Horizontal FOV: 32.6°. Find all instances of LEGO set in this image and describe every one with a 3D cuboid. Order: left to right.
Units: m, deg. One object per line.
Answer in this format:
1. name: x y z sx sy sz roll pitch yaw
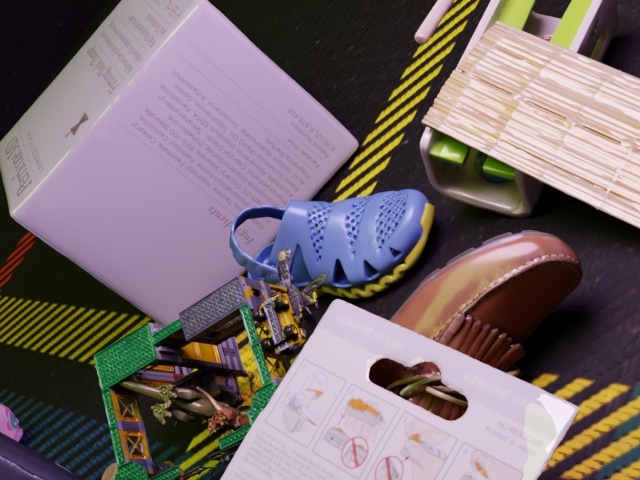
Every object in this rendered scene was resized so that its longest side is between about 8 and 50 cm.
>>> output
1. LEGO set: -0.100 0.185 1.299 0.331 0.192 0.255 -39 60 23

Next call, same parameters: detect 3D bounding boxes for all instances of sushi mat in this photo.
1. sushi mat: 0.265 -0.117 1.116 0.316 0.019 0.151 31 78 32

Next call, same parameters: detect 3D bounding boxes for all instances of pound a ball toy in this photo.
1. pound a ball toy: 0.210 -0.200 1.282 0.208 0.136 0.319 18 68 26

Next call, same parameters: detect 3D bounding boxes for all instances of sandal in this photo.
1. sandal: 0.000 0.000 1.365 0.317 0.138 0.126 -20 38 39

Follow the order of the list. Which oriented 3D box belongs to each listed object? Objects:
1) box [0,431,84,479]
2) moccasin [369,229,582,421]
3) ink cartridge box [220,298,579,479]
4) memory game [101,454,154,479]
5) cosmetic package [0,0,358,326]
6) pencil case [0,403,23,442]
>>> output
1. box: -0.438 0.419 1.118 0.471 0.297 0.480 -60 18 -16
2. moccasin: 0.105 0.144 1.055 0.380 0.139 0.147 -41 45 7
3. ink cartridge box: 0.032 0.272 0.959 0.308 0.091 0.385 21 76 47
4. memory game: -0.280 0.365 1.439 0.186 0.012 0.186 -34 33 26
5. cosmetic package: -0.224 -0.141 1.638 0.393 0.327 0.329 -48 29 4
6. pencil case: -0.547 0.387 1.673 0.124 0.124 0.284 -29 36 32
